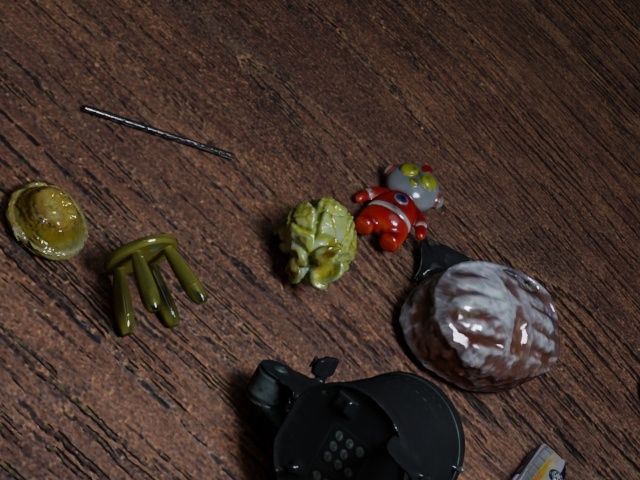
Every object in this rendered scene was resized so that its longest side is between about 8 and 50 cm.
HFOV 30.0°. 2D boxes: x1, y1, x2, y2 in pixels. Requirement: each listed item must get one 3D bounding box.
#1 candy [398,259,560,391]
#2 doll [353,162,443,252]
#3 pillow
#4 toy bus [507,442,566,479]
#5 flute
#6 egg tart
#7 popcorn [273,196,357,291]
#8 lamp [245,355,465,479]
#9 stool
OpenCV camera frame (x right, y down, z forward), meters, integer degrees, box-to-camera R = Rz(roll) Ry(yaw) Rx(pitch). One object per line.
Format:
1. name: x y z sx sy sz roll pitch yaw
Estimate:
1. candy: 0.279 0.143 2.011 0.289 0.157 0.214 9 65 -32
2. doll: 0.147 -0.071 2.119 0.142 0.076 0.245 35 47 6
3. pillow: 0.231 0.053 2.116 0.150 0.048 0.090 25 45 -26
4. toy bus: 0.341 0.404 1.947 0.072 0.057 0.172 46 41 6
5. flute: -0.254 -0.172 1.910 0.269 0.014 0.014 17 51 -30
6. egg tart: -0.379 -0.035 1.686 0.128 0.049 0.129 23 48 -28
7. popcorn: 0.000 0.000 1.906 0.135 0.141 0.162 7 17 -33
8. lamp: 0.083 0.296 1.662 0.272 0.205 0.374 13 20 -42
9. stool: -0.237 0.062 1.686 0.134 0.135 0.110 -22 73 1
